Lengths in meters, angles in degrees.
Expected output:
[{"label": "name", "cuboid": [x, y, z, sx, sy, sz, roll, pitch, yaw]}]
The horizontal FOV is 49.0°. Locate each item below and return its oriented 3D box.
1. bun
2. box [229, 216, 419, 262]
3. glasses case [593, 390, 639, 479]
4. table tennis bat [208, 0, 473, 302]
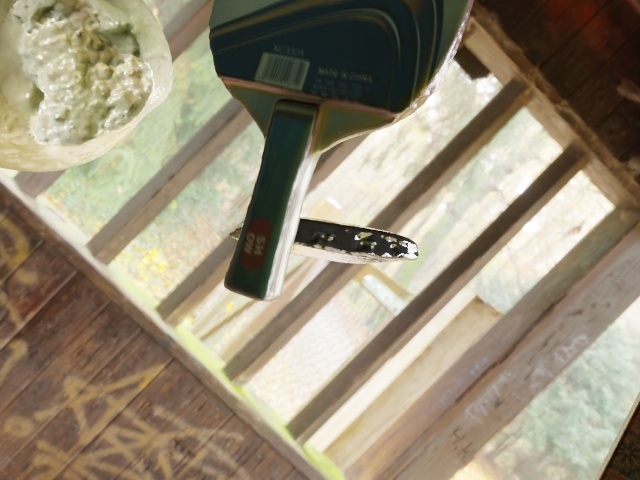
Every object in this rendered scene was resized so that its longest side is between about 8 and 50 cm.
[{"label": "bun", "cuboid": [-0.240, -0.163, 0.568, 0.237, 0.209, 0.116, 14, -26, 2]}, {"label": "box", "cuboid": [0.000, 0.000, 0.851, 0.213, 0.042, 0.201, 9, -4, -19]}, {"label": "glasses case", "cuboid": [0.316, 0.264, 0.747, 0.049, 0.218, 0.075, 25, -17, 33]}, {"label": "table tennis bat", "cuboid": [-0.003, -0.110, 0.438, 0.174, 0.301, 0.022, 17, -1, 23]}]
